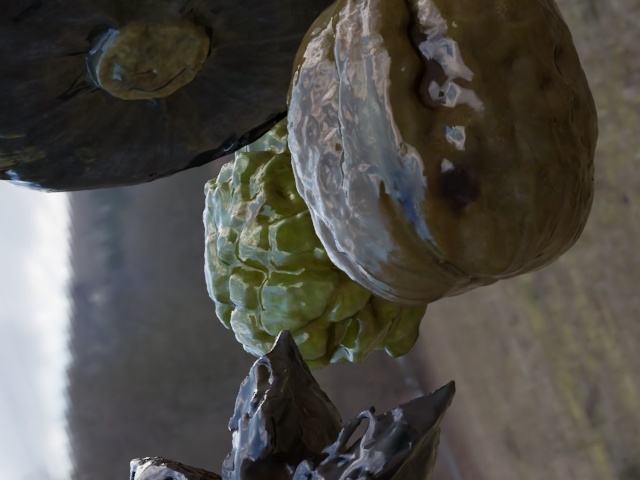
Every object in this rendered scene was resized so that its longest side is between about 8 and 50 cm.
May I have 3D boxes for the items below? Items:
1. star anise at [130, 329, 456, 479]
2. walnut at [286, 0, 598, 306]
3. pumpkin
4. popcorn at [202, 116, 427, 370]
[{"bbox_3d":[-0.006,0.221,1.039,0.118,0.332,0.331,-3,-112,-53],"label":"star anise"},{"bbox_3d":[0.060,-0.062,0.876,0.155,0.155,0.184,60,-163,-82],"label":"walnut"},{"bbox_3d":[-0.168,-0.248,1.294,0.454,0.454,0.344,67,178,-52],"label":"pumpkin"},{"bbox_3d":[0.000,0.000,1.668,0.270,0.224,0.257,-34,-58,-78],"label":"popcorn"}]
